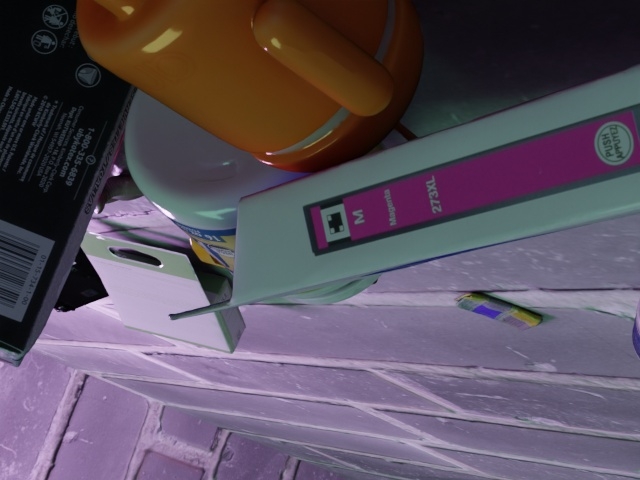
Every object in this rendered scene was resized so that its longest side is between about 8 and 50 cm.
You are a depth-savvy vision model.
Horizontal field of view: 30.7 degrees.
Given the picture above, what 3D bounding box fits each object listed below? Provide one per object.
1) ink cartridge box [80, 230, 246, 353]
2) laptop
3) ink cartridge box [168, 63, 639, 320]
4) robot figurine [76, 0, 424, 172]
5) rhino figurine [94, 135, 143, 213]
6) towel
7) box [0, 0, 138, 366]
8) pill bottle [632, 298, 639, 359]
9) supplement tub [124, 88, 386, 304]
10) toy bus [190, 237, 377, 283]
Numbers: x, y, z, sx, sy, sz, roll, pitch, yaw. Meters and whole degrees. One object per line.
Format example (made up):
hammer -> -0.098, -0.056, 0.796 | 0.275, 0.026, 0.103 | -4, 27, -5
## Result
ink cartridge box -> -0.204, 0.051, 1.499 | 0.171, 0.056, 0.235 | 12, 146, 20
laptop -> -0.407, -0.005, 1.615 | 0.264, 0.136, 0.234 | -21, 146, 26
ink cartridge box -> 0.091, -0.024, 0.614 | 0.176, 0.069, 0.371 | -10, 174, -46
robot figurine -> -0.035, -0.116, 0.600 | 0.158, 0.128, 0.219 | -14, 147, 42
rhino figurine -> -0.157, -0.069, 0.964 | 0.243, 0.106, 0.073 | -9, 107, 57
towel -> 0.185, 0.074, 1.208 | 0.083, 0.009, 0.060 | 21, 165, -9
box -> -0.231, -0.055, 0.802 | 0.163, 0.247, 0.142 | 22, 166, -11
pill bottle -> 0.298, 0.076, 0.980 | 0.067, 0.067, 0.120 | 14, 164, 16
supplement tub -> -0.028, -0.044, 0.797 | 0.144, 0.144, 0.199 | 11, 163, 25
toy bus -> -0.011, -0.001, 0.999 | 0.191, 0.104, 0.202 | 28, 162, -31
